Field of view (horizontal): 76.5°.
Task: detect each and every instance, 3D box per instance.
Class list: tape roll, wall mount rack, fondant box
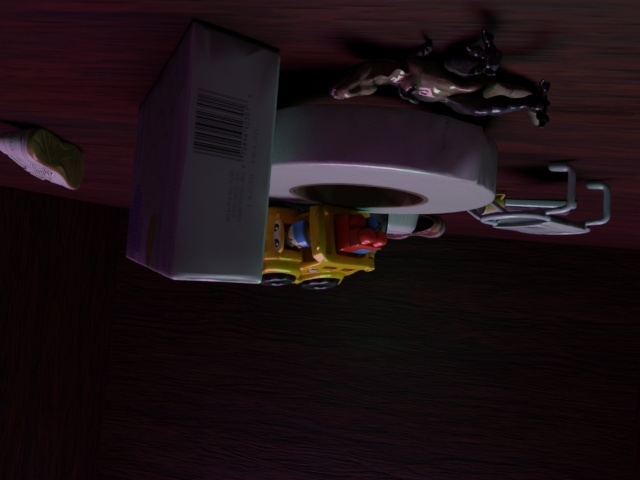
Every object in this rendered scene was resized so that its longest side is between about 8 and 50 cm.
[{"bbox_3d":[0.059,-0.099,0.611,0.392,0.072,0.392,5,178,0],"label":"tape roll"},{"bbox_3d":[0.427,-0.083,0.891,0.350,0.130,0.304,6,175,-39],"label":"wall mount rack"},{"bbox_3d":[-0.172,-0.082,0.522,0.096,0.238,0.330,5,179,-31],"label":"fondant box"}]

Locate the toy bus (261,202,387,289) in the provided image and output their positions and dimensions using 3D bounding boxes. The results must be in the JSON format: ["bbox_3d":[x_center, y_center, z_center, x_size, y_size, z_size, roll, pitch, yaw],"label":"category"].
[{"bbox_3d":[0.000,0.000,0.718,0.220,0.149,0.211,9,163,-38],"label":"toy bus"}]

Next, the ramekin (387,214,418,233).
[{"bbox_3d":[0.179,-0.091,1.257,0.273,0.127,0.273,5,178,0],"label":"ramekin"}]

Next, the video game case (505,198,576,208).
[{"bbox_3d":[0.651,-0.102,1.239,0.201,0.023,0.183,6,179,24],"label":"video game case"}]

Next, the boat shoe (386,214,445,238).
[{"bbox_3d":[0.380,-0.074,1.795,0.324,0.123,0.116,-4,167,34],"label":"boat shoe"}]

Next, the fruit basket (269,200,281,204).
[{"bbox_3d":[-0.158,-0.066,1.209,0.327,0.165,0.353,6,-165,-37],"label":"fruit basket"}]

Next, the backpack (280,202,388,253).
[{"bbox_3d":[0.034,-0.059,1.004,0.263,0.276,0.213,2,166,-10],"label":"backpack"}]

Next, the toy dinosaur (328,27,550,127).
[{"bbox_3d":[0.148,-0.147,0.390,0.268,0.064,0.118,5,-167,-18],"label":"toy dinosaur"}]

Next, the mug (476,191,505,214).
[{"bbox_3d":[0.475,-0.103,1.120,0.064,0.062,0.078,-3,-174,-7],"label":"mug"}]

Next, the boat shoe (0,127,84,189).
[{"bbox_3d":[-0.629,-0.189,0.926,0.096,0.098,0.277,6,169,-10],"label":"boat shoe"}]
